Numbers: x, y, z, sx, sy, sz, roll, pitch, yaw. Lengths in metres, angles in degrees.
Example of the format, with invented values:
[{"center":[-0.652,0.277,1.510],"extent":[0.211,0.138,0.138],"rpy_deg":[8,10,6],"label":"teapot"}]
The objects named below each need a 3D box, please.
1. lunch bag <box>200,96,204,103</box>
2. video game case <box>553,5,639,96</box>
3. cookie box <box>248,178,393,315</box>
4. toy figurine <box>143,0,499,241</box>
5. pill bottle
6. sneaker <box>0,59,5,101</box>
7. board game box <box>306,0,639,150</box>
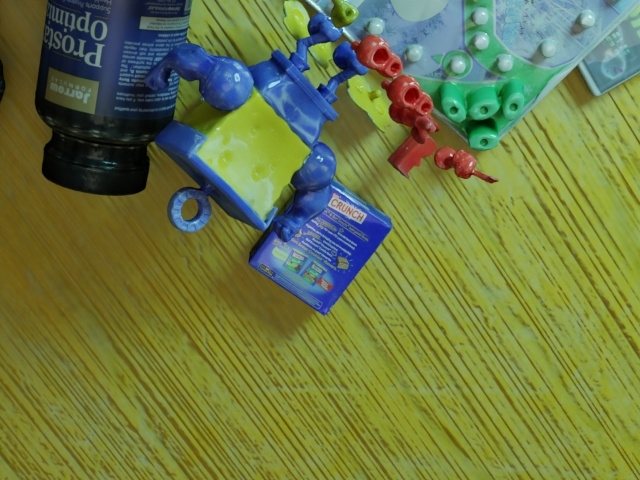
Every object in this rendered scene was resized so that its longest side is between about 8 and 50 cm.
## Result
[{"center":[-0.068,-0.100,1.396],"extent":[0.071,0.053,0.083],"rpy_deg":[-9,99,-1],"label":"lunch bag"},{"center":[0.275,-0.250,1.378],"extent":[0.173,0.022,0.190],"rpy_deg":[-30,107,7],"label":"video game case"},{"center":[0.000,0.000,1.435],"extent":[0.092,0.040,0.107],"rpy_deg":[35,103,-12],"label":"cookie box"},{"center":[-0.054,-0.099,1.257],"extent":[0.217,0.191,0.362],"rpy_deg":[-47,127,-2],"label":"toy figurine"},{"center":[-0.180,-0.156,1.336],"extent":[0.123,0.123,0.219],"rpy_deg":[9,106,-5],"label":"pill bottle"},{"center":[-0.373,-0.177,1.346],"extent":[0.228,0.087,0.130],"rpy_deg":[29,85,3],"label":"sneaker"},{"center":[0.132,-0.321,1.300],"extent":[0.390,0.050,0.390],"rpy_deg":[40,111,-13],"label":"board game box"}]
